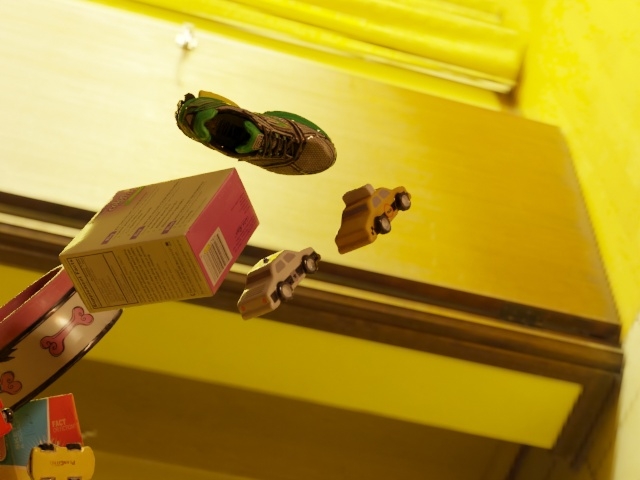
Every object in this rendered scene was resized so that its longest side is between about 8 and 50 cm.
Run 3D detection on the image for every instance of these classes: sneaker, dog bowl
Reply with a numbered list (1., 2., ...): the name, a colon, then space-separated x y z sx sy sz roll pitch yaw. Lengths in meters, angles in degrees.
1. sneaker: -0.122 -0.196 2.136 0.146 0.344 0.134 49 124 61
2. dog bowl: -0.601 0.206 2.146 0.408 0.150 0.408 -36 12 9

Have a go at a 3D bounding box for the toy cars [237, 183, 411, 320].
1. toy cars: 0.000 0.000 1.914 0.394 0.087 0.176 -34 12 -10

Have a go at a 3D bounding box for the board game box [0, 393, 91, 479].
1. board game box: -0.567 0.484 2.162 0.242 0.064 0.316 4 -109 -69

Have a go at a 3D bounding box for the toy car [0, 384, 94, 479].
1. toy car: -0.449 0.326 1.448 0.053 0.239 0.225 -19 36 47

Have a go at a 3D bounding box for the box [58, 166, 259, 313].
1. box: -0.257 0.000 1.722 0.117 0.243 0.213 68 -152 -26
